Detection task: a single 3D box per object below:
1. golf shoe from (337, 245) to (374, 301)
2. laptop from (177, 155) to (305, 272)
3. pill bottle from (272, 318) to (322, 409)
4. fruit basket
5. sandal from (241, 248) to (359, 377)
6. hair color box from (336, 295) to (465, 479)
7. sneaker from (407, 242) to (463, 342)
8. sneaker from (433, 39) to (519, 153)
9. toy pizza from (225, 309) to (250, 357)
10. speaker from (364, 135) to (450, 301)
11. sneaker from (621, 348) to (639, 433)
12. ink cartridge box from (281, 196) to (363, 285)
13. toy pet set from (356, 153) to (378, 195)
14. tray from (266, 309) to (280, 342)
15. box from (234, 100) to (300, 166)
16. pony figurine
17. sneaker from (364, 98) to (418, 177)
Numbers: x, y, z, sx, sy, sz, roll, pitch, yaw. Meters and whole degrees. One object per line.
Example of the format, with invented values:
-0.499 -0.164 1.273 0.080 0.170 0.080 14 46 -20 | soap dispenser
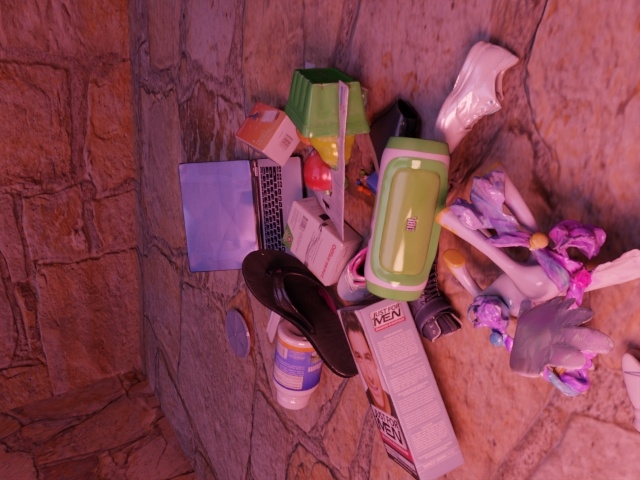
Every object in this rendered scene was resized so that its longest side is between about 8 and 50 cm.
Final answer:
0.104 0.072 1.053 0.306 0.140 0.115 -47 63 48 | golf shoe
-0.253 -0.067 1.401 0.408 0.236 0.382 11 108 51 | laptop
-0.069 0.381 1.345 0.152 0.152 0.272 33 124 44 | pill bottle
0.022 -0.228 1.059 0.327 0.165 0.353 -118 17 -57 | fruit basket
-0.028 0.168 1.170 0.446 0.167 0.107 42 150 10 | sandal
0.170 0.315 0.982 0.185 0.114 0.374 146 106 -73 | hair color box
0.240 0.107 0.914 0.163 0.086 0.226 -127 33 -46 | sneaker
0.283 -0.245 0.798 0.094 0.080 0.212 36 125 28 | sneaker
-0.334 0.382 1.789 0.201 0.032 0.201 16 110 49 | toy pizza
0.162 -0.041 0.828 0.131 0.131 0.296 21 108 48 | speaker
0.533 0.178 0.551 0.297 0.111 0.129 -35 65 49 | sneaker
0.000 0.000 1.197 0.208 0.087 0.153 44 131 30 | ink cartridge box
0.119 -0.150 1.037 0.114 0.065 0.122 51 135 32 | toy pet set
-0.137 0.200 1.355 0.270 0.030 0.145 110 167 -51 | tray
-0.149 -0.315 1.279 0.170 0.091 0.130 34 92 42 | box
0.342 0.062 0.674 0.363 0.303 0.351 56 170 22 | pony figurine
0.177 -0.190 0.935 0.118 0.083 0.222 -45 62 48 | sneaker
